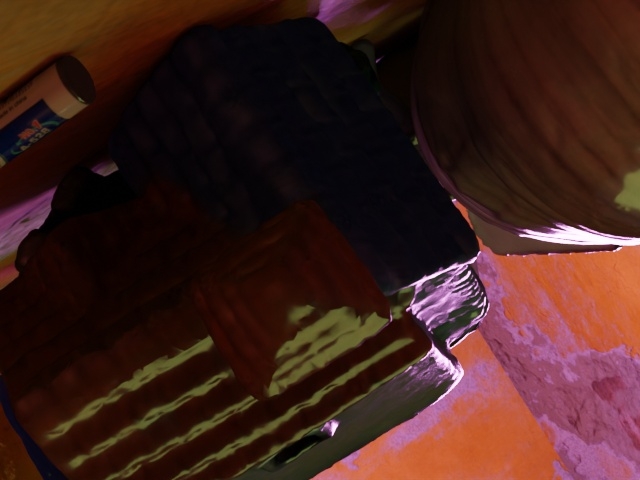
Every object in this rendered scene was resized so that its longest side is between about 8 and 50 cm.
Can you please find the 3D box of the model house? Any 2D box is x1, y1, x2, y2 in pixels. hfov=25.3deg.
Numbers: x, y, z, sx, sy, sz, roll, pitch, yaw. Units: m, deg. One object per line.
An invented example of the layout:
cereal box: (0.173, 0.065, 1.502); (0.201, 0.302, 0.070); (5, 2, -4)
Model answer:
model house: (-0.068, 0.020, 0.793); (0.295, 0.251, 0.329); (-31, 171, 4)

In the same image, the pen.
pen: (-0.186, -0.019, 0.658); (0.204, 0.025, 0.025); (-33, 178, 18)

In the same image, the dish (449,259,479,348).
dish: (0.000, 0.000, 1.399); (0.324, 0.324, 0.124); (-34, -142, 46)

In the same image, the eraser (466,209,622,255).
eraser: (0.284, -0.167, 1.237); (0.397, 0.082, 0.213); (-56, -157, -18)

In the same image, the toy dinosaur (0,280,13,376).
toy dinosaur: (-0.170, 0.016, 1.187); (0.288, 0.070, 0.117); (-46, 170, -10)

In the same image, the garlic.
garlic: (0.203, -0.121, 0.962); (0.317, 0.259, 0.317); (-30, 173, -4)

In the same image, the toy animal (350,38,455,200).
toy animal: (0.077, -0.077, 1.165); (0.202, 0.105, 0.070); (80, 21, -50)

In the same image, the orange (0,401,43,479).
orange: (-0.248, 0.169, 1.446); (0.279, 0.235, 0.279); (-25, 174, -3)

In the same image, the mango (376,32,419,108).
mango: (0.123, -0.147, 1.282); (0.251, 0.114, 0.156); (-44, -173, -36)
